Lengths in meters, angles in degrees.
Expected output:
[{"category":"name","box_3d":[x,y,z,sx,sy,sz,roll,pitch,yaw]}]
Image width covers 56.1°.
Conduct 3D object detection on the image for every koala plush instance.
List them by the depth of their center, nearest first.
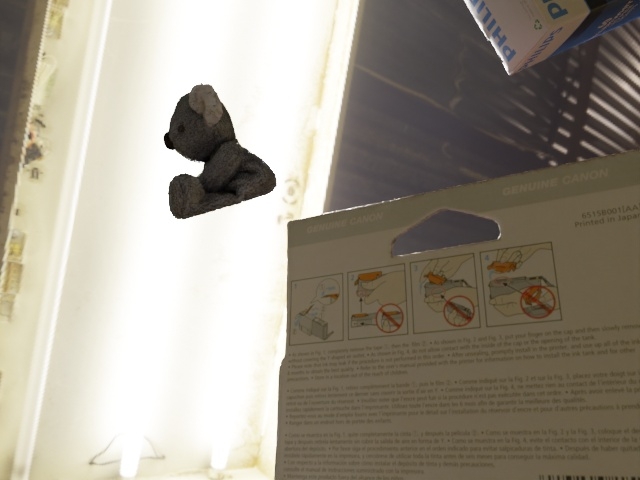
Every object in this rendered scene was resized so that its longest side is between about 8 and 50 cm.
[{"category":"koala plush","box_3d":[-0.199,-0.167,1.083,0.203,0.196,0.221,-17,-83,-14]}]

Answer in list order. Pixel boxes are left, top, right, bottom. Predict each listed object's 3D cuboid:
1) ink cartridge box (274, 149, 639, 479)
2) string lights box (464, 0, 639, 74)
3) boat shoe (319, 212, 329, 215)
[{"category":"ink cartridge box","box_3d":[0.098,0.083,0.421,0.060,0.275,0.239,35,-129,-54]},{"category":"string lights box","box_3d":[0.253,-0.264,0.539,0.260,0.077,0.133,-26,-99,-15]},{"category":"boat shoe","box_3d":[0.000,0.000,0.964,0.035,0.035,0.100,-21,-47,-62]}]
